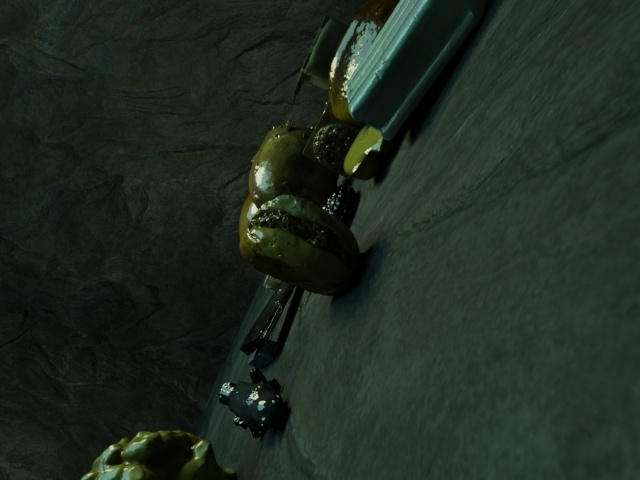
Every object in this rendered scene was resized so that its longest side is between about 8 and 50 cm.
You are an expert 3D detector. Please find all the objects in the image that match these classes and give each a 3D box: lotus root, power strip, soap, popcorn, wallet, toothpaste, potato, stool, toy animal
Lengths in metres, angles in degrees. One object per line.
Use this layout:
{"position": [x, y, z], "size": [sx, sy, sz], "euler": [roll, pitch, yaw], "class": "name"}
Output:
{"position": [0.127, -0.367, 0.977], "size": [0.291, 0.193, 0.193], "euler": [-53, 12, 23], "class": "lotus root"}
{"position": [-0.168, 0.141, 1.782], "size": [0.175, 0.075, 0.042], "euler": [-93, 26, -72], "class": "power strip"}
{"position": [0.157, -0.327, 0.769], "size": [0.290, 0.095, 0.173], "euler": [-53, 20, 28], "class": "soap"}
{"position": [-0.286, 0.487, 0.832], "size": [0.279, 0.274, 0.336], "euler": [55, 168, 46], "class": "popcorn"}
{"position": [-0.111, 0.159, 1.281], "size": [0.318, 0.045, 0.172], "euler": [-59, 7, -32], "class": "wallet"}
{"position": [-0.156, 0.305, 1.296], "size": [0.193, 0.044, 0.070], "euler": [129, 163, -63], "class": "toothpaste"}
{"position": [-0.090, -0.147, 1.283], "size": [0.237, 0.288, 0.301], "euler": [-49, -26, -53], "class": "potato"}
{"position": [0.068, -0.464, 1.359], "size": [0.269, 0.243, 0.171], "euler": [161, 133, -80], "class": "stool"}
{"position": [-0.125, 0.289, 0.867], "size": [0.121, 0.117, 0.210], "euler": [-62, 3, -24], "class": "toy animal"}

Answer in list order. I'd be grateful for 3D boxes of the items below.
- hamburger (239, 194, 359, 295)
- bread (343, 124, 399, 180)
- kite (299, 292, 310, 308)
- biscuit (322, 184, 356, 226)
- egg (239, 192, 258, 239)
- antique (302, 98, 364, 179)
{"position": [-0.035, 0.013, 0.787], "size": [0.108, 0.213, 0.214], "euler": [-66, 7, -17], "class": "hamburger"}
{"position": [0.110, -0.191, 0.942], "size": [0.149, 0.065, 0.188], "euler": [-53, 14, 21], "class": "bread"}
{"position": [-0.036, 0.141, 1.134], "size": [0.078, 0.002, 0.044], "euler": [134, 158, -68], "class": "kite"}
{"position": [0.025, -0.041, 1.075], "size": [0.194, 0.053, 0.195], "euler": [-155, 90, -83], "class": "biscuit"}
{"position": [-0.149, -0.051, 1.573], "size": [0.250, 0.249, 0.323], "euler": [174, 114, -81], "class": "egg"}
{"position": [0.057, -0.255, 1.155], "size": [0.147, 0.151, 0.148], "euler": [-57, 9, 42], "class": "antique"}
